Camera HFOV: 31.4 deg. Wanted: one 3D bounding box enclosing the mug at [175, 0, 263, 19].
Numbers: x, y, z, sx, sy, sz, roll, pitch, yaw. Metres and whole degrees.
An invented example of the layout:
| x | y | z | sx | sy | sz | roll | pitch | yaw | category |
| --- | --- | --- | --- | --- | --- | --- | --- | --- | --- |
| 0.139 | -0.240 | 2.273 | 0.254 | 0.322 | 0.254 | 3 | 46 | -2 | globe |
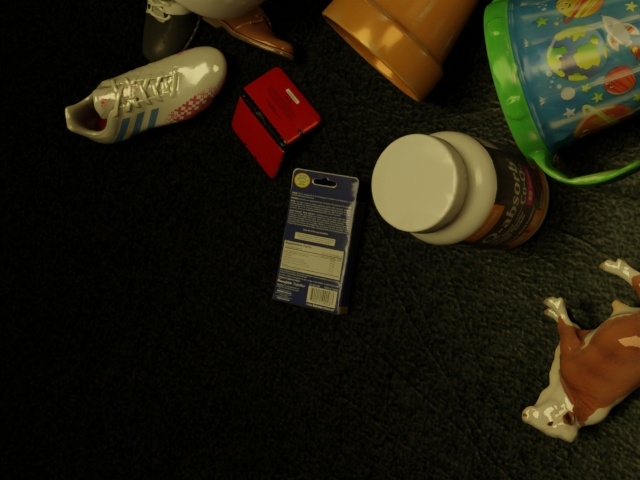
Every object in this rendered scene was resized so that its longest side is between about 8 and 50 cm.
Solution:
| x | y | z | sx | sy | sz | roll | pitch | yaw | category |
| --- | --- | --- | --- | --- | --- | --- | --- | --- | --- |
| -0.121 | -0.594 | 1.814 | 0.328 | 0.276 | 0.374 | -29 | 79 | 44 | mug |

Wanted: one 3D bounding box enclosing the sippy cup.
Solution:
| x | y | z | sx | sy | sz | roll | pitch | yaw | category |
| --- | --- | --- | --- | --- | --- | --- | --- | --- | --- |
| 0.366 | -0.247 | 1.560 | 0.224 | 0.240 | 0.305 | -16 | 117 | 22 | sippy cup |

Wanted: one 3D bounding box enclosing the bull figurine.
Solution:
| x | y | z | sx | sy | sz | roll | pitch | yaw | category |
| --- | --- | --- | --- | --- | --- | --- | --- | --- | --- |
| 0.397 | 0.145 | 1.574 | 0.310 | 0.101 | 0.188 | -36 | 67 | 27 | bull figurine |

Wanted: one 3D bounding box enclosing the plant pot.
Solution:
| x | y | z | sx | sy | sz | roll | pitch | yaw | category |
| --- | --- | --- | --- | --- | --- | --- | --- | --- | --- |
| 0.139 | -0.347 | 1.734 | 0.188 | 0.205 | 0.205 | -48 | 62 | 5 | plant pot |

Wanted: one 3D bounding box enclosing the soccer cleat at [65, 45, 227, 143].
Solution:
| x | y | z | sx | sy | sz | roll | pitch | yaw | category |
| --- | --- | --- | --- | --- | --- | --- | --- | --- | --- |
| -0.319 | -0.257 | 2.054 | 0.331 | 0.143 | 0.116 | -23 | 75 | 30 | soccer cleat |

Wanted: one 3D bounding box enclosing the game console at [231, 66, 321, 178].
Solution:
| x | y | z | sx | sy | sz | roll | pitch | yaw | category |
| --- | --- | --- | --- | --- | --- | --- | --- | --- | --- |
| -0.077 | -0.204 | 1.967 | 0.124 | 0.085 | 0.144 | -35 | 66 | -6 | game console |

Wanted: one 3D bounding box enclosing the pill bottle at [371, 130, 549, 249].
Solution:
| x | y | z | sx | sy | sz | roll | pitch | yaw | category |
| --- | --- | --- | --- | --- | --- | --- | --- | --- | --- |
| 0.200 | -0.069 | 1.613 | 0.162 | 0.278 | 0.162 | -2 | 87 | 34 | pill bottle |

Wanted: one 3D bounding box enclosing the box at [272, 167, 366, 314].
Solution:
| x | y | z | sx | sy | sz | roll | pitch | yaw | category |
| --- | --- | --- | --- | --- | --- | --- | --- | --- | --- |
| 0.000 | 0.000 | 1.888 | 0.136 | 0.036 | 0.225 | 12 | 95 | 33 | box |

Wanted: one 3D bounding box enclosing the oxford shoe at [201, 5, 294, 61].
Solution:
| x | y | z | sx | sy | sz | roll | pitch | yaw | category |
| --- | --- | --- | --- | --- | --- | --- | --- | --- | --- |
| -0.116 | -0.373 | 1.970 | 0.212 | 0.076 | 0.076 | 35 | 96 | 30 | oxford shoe |

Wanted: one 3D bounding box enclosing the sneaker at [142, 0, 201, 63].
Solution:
| x | y | z | sx | sy | sz | roll | pitch | yaw | category |
| --- | --- | --- | --- | --- | --- | --- | --- | --- | --- |
| -0.275 | -0.478 | 2.040 | 0.122 | 0.146 | 0.330 | 26 | 103 | 31 | sneaker |
